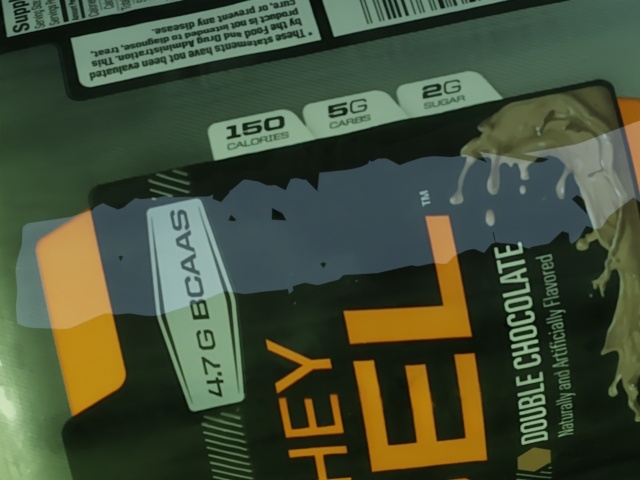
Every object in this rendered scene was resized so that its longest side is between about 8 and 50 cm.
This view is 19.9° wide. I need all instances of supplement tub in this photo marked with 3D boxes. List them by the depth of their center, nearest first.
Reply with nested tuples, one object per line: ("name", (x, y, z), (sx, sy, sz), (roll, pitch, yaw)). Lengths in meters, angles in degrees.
("supplement tub", (0.000, 0.000, 0.579), (0.338, 0.207, 0.207), (-13, 84, -4))
